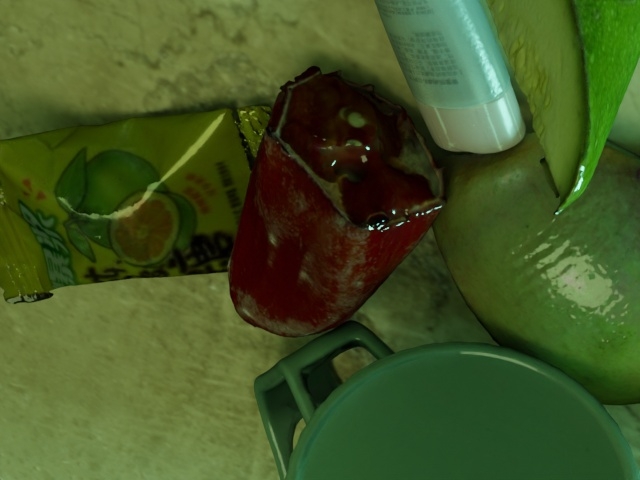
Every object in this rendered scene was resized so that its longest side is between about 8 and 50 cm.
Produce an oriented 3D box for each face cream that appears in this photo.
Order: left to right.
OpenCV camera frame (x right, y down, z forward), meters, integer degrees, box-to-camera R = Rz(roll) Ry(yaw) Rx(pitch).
[{"bbox_3d":[0.084,-0.151,1.412,0.084,0.057,0.198,11,140,40],"label":"face cream"}]

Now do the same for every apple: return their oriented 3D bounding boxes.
[{"bbox_3d":[0.209,0.028,1.476,0.265,0.120,0.193,40,142,-16],"label":"apple"}]

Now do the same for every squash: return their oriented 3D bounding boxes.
[{"bbox_3d":[0.131,-0.154,1.240,0.169,0.252,0.093,28,136,-1],"label":"squash"}]

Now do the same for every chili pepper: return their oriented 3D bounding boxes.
[{"bbox_3d":[0.000,0.000,1.549,0.144,0.136,0.253,18,137,-5],"label":"chili pepper"}]

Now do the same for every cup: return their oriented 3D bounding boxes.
[{"bbox_3d":[0.070,0.260,1.586,0.401,0.310,0.392,25,154,16],"label":"cup"}]

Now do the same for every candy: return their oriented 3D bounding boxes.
[{"bbox_3d":[-0.153,-0.026,1.644,0.297,0.081,0.187,-7,130,13],"label":"candy"}]

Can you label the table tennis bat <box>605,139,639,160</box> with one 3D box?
[{"bbox_3d":[0.266,-0.036,1.465,0.158,0.014,0.095,26,140,-1],"label":"table tennis bat"}]
